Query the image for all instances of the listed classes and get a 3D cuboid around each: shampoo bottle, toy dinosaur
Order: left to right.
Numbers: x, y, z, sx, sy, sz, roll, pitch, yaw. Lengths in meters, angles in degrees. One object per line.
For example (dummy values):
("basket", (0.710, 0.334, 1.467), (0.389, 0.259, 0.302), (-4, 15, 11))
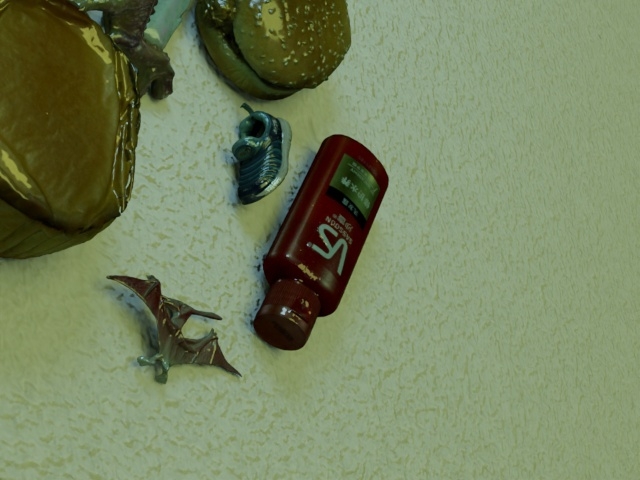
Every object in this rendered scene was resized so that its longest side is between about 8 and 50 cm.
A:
("toy dinosaur", (-0.200, -0.285, 1.124), (0.200, 0.072, 0.251), (6, 105, -44))
("toy dinosaur", (-0.162, 0.104, 1.110), (0.220, 0.032, 0.108), (47, 41, -35))
("shampoo bottle", (0.001, -0.001, 1.291), (0.118, 0.076, 0.314), (48, 45, -25))

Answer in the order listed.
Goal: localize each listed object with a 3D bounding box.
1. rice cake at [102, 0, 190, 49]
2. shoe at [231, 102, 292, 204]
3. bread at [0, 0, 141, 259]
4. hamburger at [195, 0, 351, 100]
("rice cake", (-0.194, -0.326, 1.250), (0.085, 0.040, 0.226), (41, 48, -25))
("shoe", (-0.080, -0.108, 1.262), (0.071, 0.064, 0.142), (35, 48, -33))
("bread", (-0.293, -0.114, 0.984), (0.227, 0.142, 0.253), (27, 53, -35))
("hamburger", (-0.060, -0.284, 1.315), (0.215, 0.122, 0.189), (-16, 87, -46))
